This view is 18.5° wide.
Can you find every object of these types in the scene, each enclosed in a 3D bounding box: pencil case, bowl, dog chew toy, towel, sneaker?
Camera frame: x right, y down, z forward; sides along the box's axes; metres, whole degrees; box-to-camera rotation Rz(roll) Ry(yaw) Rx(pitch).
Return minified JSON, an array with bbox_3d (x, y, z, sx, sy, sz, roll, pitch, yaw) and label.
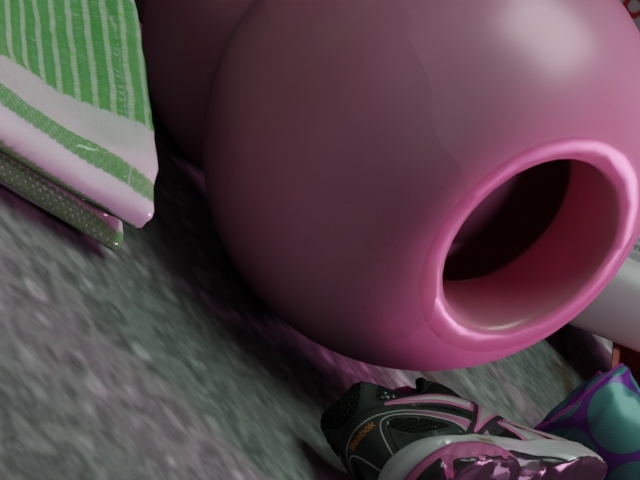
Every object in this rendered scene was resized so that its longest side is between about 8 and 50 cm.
[{"bbox_3d":[0.186,0.139,1.059,0.151,0.064,0.070,50,31,9],"label":"pencil case"},{"bbox_3d":[0.205,0.027,1.319,0.142,0.053,0.142,23,14,4],"label":"bowl"},{"bbox_3d":[0.011,-0.090,0.924,0.206,0.206,0.332,32,14,-46],"label":"dog chew toy"},{"bbox_3d":[-0.164,-0.173,0.791,0.248,0.038,0.325,33,36,-40],"label":"towel"},{"bbox_3d":[0.061,0.091,0.837,0.077,0.072,0.178,43,5,29],"label":"sneaker"}]

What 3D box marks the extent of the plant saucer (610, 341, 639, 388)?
[{"bbox_3d":[0.297,0.140,1.240,0.259,0.048,0.258,23,15,4],"label":"plant saucer"}]

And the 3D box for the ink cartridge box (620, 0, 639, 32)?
[{"bbox_3d":[0.144,-0.192,1.507,0.289,0.211,0.121,55,16,27],"label":"ink cartridge box"}]
